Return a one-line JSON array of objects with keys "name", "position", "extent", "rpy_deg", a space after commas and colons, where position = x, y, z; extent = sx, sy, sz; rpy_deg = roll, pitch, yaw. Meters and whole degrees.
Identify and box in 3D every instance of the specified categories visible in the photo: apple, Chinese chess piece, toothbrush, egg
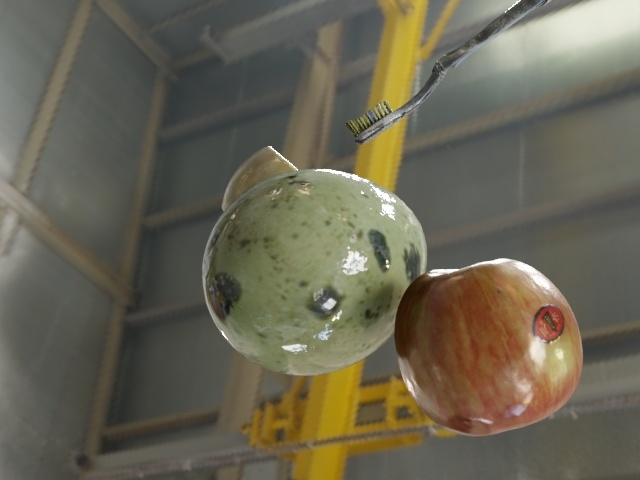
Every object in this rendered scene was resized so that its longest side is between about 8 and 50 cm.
[{"name": "apple", "position": [0.128, 0.080, 0.973], "extent": [0.146, 0.131, 0.146], "rpy_deg": [-19, -179, 0]}, {"name": "Chinese chess piece", "position": [0.000, 0.000, 1.417], "extent": [0.097, 0.251, 0.251], "rpy_deg": [-50, -141, 1]}, {"name": "toothbrush", "position": [0.199, -0.253, 1.619], "extent": [0.413, 0.042, 0.035], "rpy_deg": [-36, -179, 20]}, {"name": "egg", "position": [0.003, 0.024, 1.082], "extent": [0.177, 0.228, 0.177], "rpy_deg": [14, -69, 42]}]
